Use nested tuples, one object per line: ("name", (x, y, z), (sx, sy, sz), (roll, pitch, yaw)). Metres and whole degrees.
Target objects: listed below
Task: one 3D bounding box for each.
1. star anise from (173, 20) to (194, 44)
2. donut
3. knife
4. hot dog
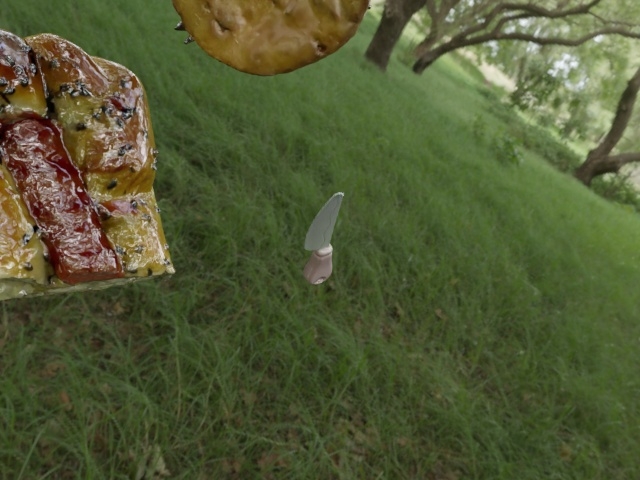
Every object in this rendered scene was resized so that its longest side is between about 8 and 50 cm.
("star anise", (-0.169, -0.464, 0.997), (0.102, 0.272, 0.272), (34, 15, -37))
("donut", (-0.054, -0.353, 0.683), (0.277, 0.278, 0.108), (29, 16, -3))
("knife", (-0.003, 0.001, 1.174), (0.081, 0.336, 0.043), (-19, 59, -17))
("hot dog", (-0.387, -0.110, 0.733), (0.367, 0.196, 0.366), (-4, 81, -49))
